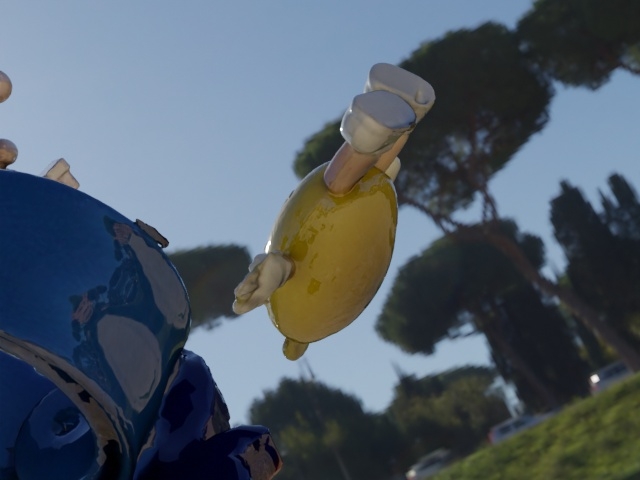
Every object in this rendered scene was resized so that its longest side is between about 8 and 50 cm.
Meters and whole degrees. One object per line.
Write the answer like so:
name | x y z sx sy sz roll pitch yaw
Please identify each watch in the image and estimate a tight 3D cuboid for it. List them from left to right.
watch | -0.139 0.070 0.599 0.196 0.171 0.200 -20 -57 22

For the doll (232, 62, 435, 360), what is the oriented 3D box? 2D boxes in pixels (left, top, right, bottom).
doll | 0.022 -0.030 1.581 0.423 0.161 0.348 -57 -18 3

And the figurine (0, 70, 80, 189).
figurine | -0.392 -0.102 1.299 0.182 0.257 0.144 -44 11 5

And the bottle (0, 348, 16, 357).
bottle | -0.406 0.103 1.532 0.253 0.096 0.079 -65 13 1
